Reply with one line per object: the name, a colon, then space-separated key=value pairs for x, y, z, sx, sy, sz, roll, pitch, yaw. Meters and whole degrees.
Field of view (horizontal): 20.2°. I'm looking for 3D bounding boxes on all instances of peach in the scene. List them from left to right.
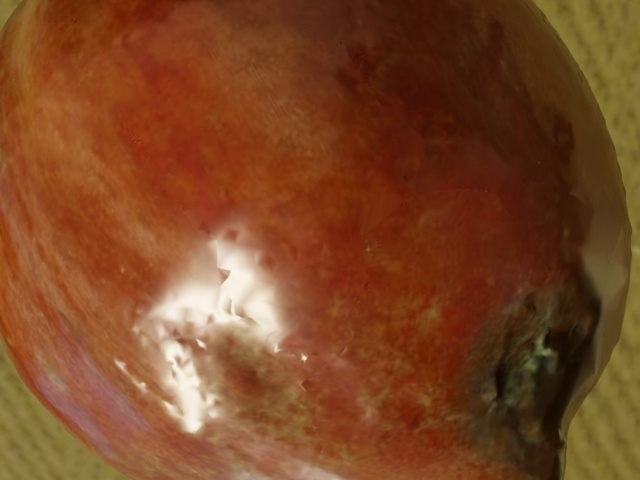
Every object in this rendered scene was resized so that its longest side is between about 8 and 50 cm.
peach: x=0.000 y=0.000 z=0.632 sx=0.232 sy=0.232 sz=0.256 roll=-37 pitch=68 yaw=33
